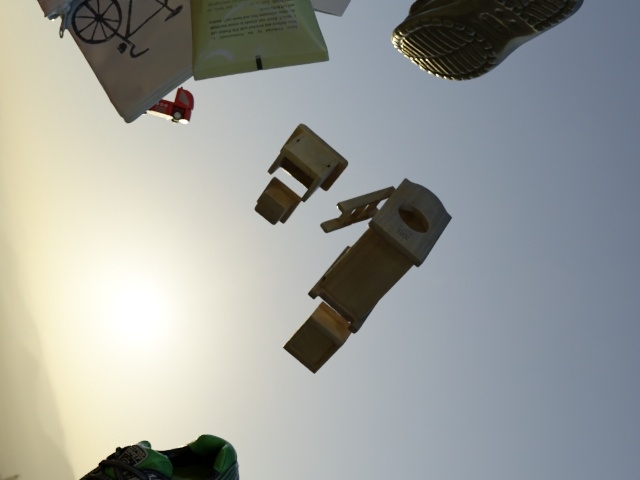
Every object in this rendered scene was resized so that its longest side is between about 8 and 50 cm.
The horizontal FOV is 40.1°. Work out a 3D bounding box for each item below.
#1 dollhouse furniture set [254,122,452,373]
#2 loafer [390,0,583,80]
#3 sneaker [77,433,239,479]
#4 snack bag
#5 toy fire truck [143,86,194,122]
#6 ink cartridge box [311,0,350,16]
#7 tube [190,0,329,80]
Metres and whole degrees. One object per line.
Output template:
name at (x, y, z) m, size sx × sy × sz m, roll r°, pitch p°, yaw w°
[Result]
dollhouse furniture set at (0.000, 0.000, 0.830) m, size 0.161 × 0.101 × 0.182 m, roll 41°, pitch -53°, yaw 1°
loafer at (0.161, -0.224, 0.826) m, size 0.251 × 0.094 × 0.087 m, roll -11°, pitch -132°, yaw 59°
sneaker at (-0.248, 0.296, 0.992) m, size 0.134 × 0.344 × 0.146 m, roll 30°, pitch -61°, yaw 46°
snack bag at (-0.193, -0.347, 1.017) m, size 0.342 × 0.323 × 0.037 m, roll 59°, pitch 10°, yaw 8°
toy fire truck at (-0.323, -0.305, 1.638) m, size 0.047 × 0.192 × 0.135 m, roll -175°, pitch -82°, yaw -76°
ink cartridge box at (-0.034, -0.494, 1.361) m, size 0.171 × 0.168 × 0.232 m, roll -56°, pitch -137°, yaw 35°
tube at (-0.061, -0.230, 0.598) m, size 0.070 × 0.062 × 0.240 m, roll -14°, pitch -95°, yaw 37°
